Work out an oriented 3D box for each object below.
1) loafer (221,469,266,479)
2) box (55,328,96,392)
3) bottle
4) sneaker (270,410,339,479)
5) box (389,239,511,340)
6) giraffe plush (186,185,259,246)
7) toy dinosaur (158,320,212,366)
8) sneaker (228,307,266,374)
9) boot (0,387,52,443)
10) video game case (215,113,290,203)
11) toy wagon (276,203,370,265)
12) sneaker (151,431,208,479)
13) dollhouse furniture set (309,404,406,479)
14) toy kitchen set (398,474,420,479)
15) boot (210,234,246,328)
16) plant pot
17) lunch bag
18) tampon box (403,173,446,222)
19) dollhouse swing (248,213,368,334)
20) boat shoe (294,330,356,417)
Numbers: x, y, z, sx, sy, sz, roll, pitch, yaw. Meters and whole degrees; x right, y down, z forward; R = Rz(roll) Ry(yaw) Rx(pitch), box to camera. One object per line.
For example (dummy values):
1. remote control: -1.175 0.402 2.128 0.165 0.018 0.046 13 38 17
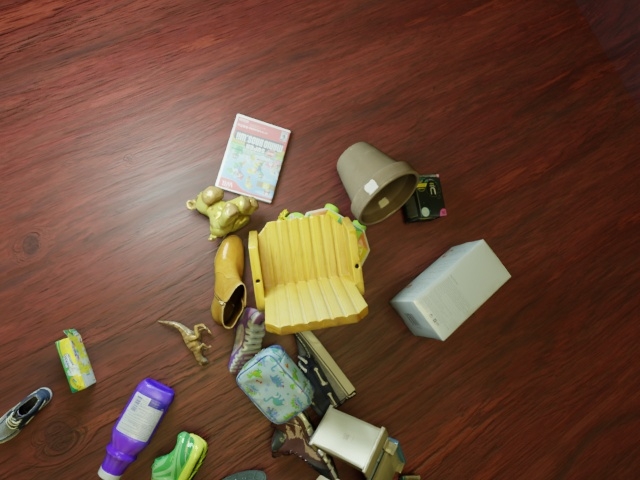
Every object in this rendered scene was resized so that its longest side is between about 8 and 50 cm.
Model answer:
1. loafer: -0.290 0.796 1.272 0.267 0.096 0.084 -15 103 -7
2. box: -0.732 0.354 1.226 0.043 0.105 0.179 -18 85 -15
3. bottle: -0.558 0.569 1.236 0.118 0.092 0.283 28 77 -6
4. sneaker: -0.066 0.688 1.332 0.162 0.106 0.282 -30 80 -8
5. box: 0.452 0.174 1.457 0.345 0.215 0.168 -38 91 -15
6. giraffe plush: -0.340 -0.110 1.375 0.210 0.181 0.170 -45 81 19
7. toy dinosaur: -0.417 0.309 1.324 0.112 0.064 0.212 -37 90 -14
8. sneaker: -0.247 0.322 1.351 0.095 0.104 0.237 16 98 -50
9. boot: -0.874 0.507 1.181 0.069 0.086 0.190 43 75 -3
10. video game case: -0.239 -0.294 1.477 0.203 0.025 0.286 16 79 -10
11. toy wagon: 0.000 0.000 1.460 0.344 0.068 0.267 31 76 -6
12. sneaker: -0.460 0.720 1.243 0.123 0.109 0.296 30 78 20
13. dollhouse furniture set: 0.101 0.723 1.278 0.286 0.198 0.304 -52 134 -34
14. toy kitchen set: 0.287 0.892 1.331 0.122 0.166 0.207 5 80 -12
15. boot: -0.274 0.124 1.300 0.104 0.211 0.296 15 81 -26
16. plant pot: 0.179 -0.220 1.459 0.262 0.263 0.229 -30 65 -15
17. lunch bag: -0.143 0.451 1.285 0.176 0.090 0.219 -40 94 16
18. tampon box: 0.382 -0.156 1.542 0.120 0.101 0.161 -7 82 -24
19. dollhouse swing: -0.039 0.083 1.256 0.346 0.305 0.316 -8 92 -5
20. boat shoe: -0.037 0.420 1.357 0.158 0.127 0.341 -37 89 -9
